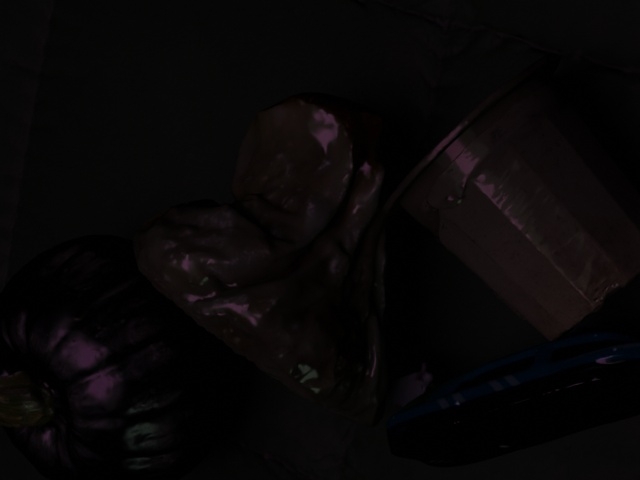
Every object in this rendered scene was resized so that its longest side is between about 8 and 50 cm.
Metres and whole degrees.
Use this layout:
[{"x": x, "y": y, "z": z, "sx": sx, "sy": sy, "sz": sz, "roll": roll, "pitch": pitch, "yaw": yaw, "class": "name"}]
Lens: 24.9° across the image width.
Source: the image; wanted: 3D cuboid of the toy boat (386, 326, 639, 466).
[{"x": 0.200, "y": 0.131, "z": 1.359, "sx": 0.299, "sy": 0.134, "sz": 0.092, "roll": -23, "pitch": 57, "yaw": 32, "class": "toy boat"}]

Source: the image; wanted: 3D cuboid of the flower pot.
[{"x": 0.192, "y": -0.023, "z": 1.302, "sx": 0.212, "sy": 0.212, "sz": 0.202, "roll": -42, "pitch": 83, "yaw": 30, "class": "flower pot"}]

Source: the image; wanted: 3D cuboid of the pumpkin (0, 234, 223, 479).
[{"x": -0.251, "y": 0.149, "z": 1.546, "sx": 0.296, "sy": 0.296, "sz": 0.295, "roll": 5, "pitch": 98, "yaw": 33, "class": "pumpkin"}]

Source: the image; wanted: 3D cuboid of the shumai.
[{"x": 0.000, "y": 0.000, "z": 1.411, "sx": 0.304, "sy": 0.309, "sz": 0.263, "roll": 35, "pitch": 90, "yaw": -7, "class": "shumai"}]
